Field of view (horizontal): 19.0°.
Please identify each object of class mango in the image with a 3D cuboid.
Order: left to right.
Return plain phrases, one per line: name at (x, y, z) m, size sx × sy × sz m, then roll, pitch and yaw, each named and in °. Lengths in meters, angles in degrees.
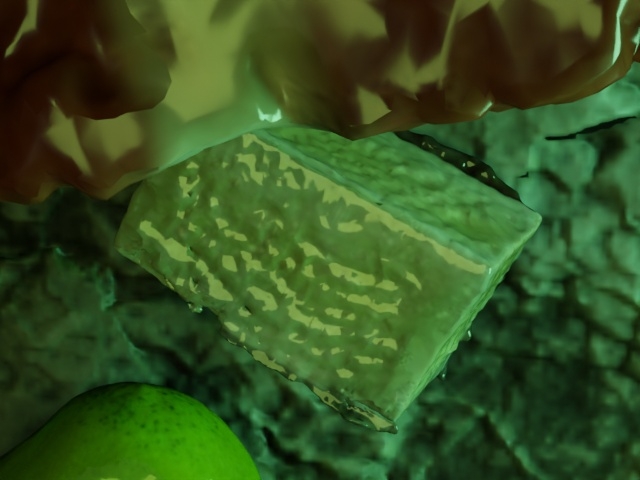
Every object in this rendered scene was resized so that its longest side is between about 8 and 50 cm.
mango at (-0.083, 0.127, 0.655) m, size 0.163 × 0.089 × 0.117 m, roll -38°, pitch 95°, yaw 18°

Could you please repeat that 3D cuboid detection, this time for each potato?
potato at (-0.002, -0.001, 0.618) m, size 0.122 × 0.061 × 0.086 m, roll 30°, pitch 112°, yaw 3°

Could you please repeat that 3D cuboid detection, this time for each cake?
cake at (0.020, -0.179, 0.455) m, size 0.319 × 0.270 × 0.270 m, roll -13°, pitch 102°, yaw 13°
